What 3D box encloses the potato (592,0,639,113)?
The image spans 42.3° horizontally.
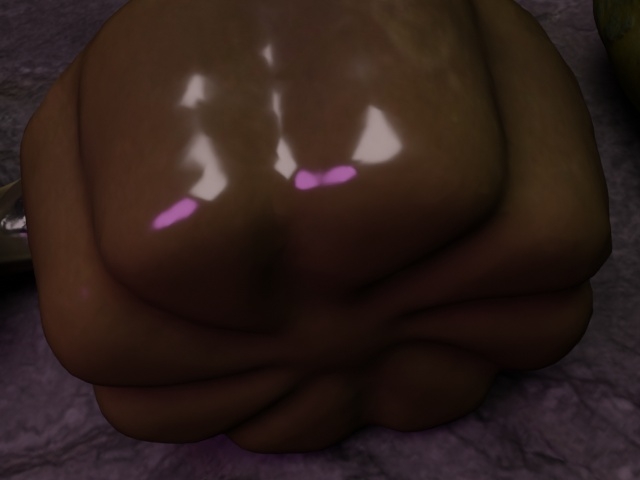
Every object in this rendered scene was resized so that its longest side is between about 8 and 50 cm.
[{"bbox_3d":[0.356,-0.168,0.694,0.215,0.216,0.304,-24,47,-7],"label":"potato"}]

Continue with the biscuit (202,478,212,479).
[{"bbox_3d":[-0.076,0.277,0.564,0.121,0.041,0.199,-30,60,-12],"label":"biscuit"}]

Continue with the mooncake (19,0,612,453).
[{"bbox_3d":[0.000,0.000,0.545,0.378,0.378,0.201,-14,60,0],"label":"mooncake"}]

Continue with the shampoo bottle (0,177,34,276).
[{"bbox_3d":[-0.204,-0.038,0.766,0.349,0.084,0.126,-19,61,-3],"label":"shampoo bottle"}]
